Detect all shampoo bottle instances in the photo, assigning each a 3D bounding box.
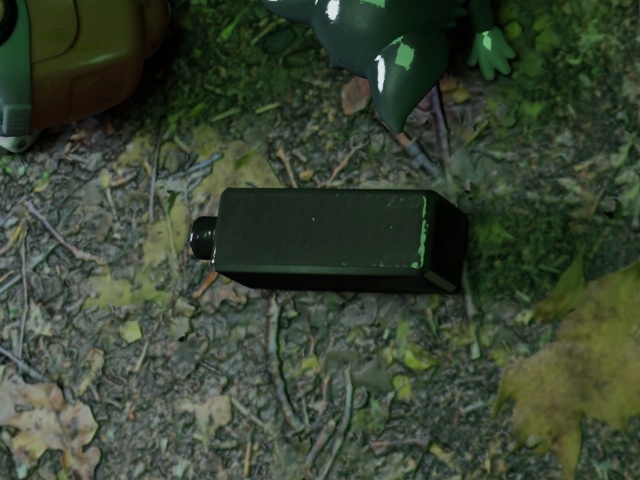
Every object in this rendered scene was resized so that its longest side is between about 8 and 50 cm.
[{"bbox_3d":[0.000,0.000,1.666,0.246,0.080,0.079,1,75,28],"label":"shampoo bottle"}]

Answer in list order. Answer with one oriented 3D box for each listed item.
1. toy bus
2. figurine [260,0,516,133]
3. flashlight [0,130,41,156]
[{"bbox_3d":[-0.263,-0.245,1.800,0.232,0.194,0.288,-9,70,-12],"label":"toy bus"},{"bbox_3d":[0.107,-0.228,1.652,0.265,0.140,0.193,-42,77,27],"label":"figurine"},{"bbox_3d":[-0.353,-0.158,1.913,0.200,0.047,0.093,37,90,30],"label":"flashlight"}]
